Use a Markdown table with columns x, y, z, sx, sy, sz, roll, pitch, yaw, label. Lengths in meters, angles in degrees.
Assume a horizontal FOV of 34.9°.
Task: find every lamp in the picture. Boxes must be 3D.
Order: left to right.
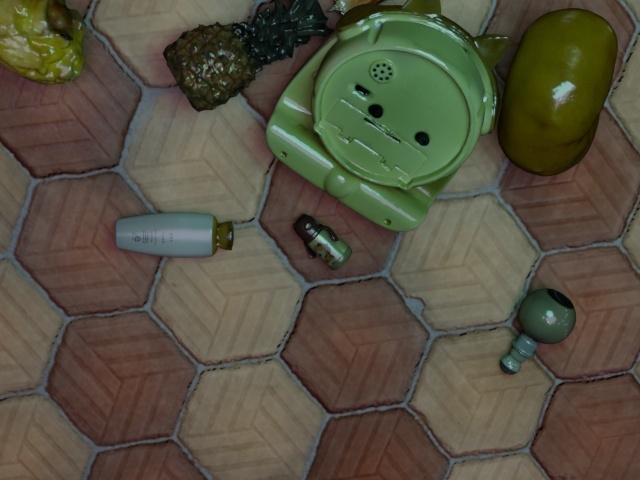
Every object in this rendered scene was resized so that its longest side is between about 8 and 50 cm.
| x | y | z | sx | sy | sz | roll | pitch | yaw | label |
| --- | --- | --- | --- | --- | --- | --- | --- | --- | --- |
| 0.345 | 0.155 | 1.660 | 0.091 | 0.091 | 0.163 | 29 | 114 | -9 | lamp |

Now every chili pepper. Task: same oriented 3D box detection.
| x | y | z | sx | sy | sz | roll | pitch | yaw | label |
| --- | --- | --- | --- | --- | --- | --- | --- | --- | --- |
| 0.092 | -0.380 | 1.529 | 0.178 | 0.027 | 0.045 | -20 | 109 | 19 | chili pepper |

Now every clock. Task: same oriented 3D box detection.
| x | y | z | sx | sy | sz | roll | pitch | yaw | label |
| --- | --- | --- | --- | --- | --- | --- | --- | --- | --- |
| 0.110 | -0.198 | 1.472 | 0.286 | 0.117 | 0.348 | 32 | 129 | -10 | clock |

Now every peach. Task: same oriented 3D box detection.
| x | y | z | sx | sy | sz | roll | pitch | yaw | label |
| --- | --- | --- | --- | --- | --- | --- | --- | --- | --- |
| 0.352 | -0.220 | 1.498 | 0.153 | 0.251 | 0.251 | 28 | 100 | 19 | peach |

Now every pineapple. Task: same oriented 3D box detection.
| x | y | z | sx | sy | sz | roll | pitch | yaw | label |
| --- | --- | --- | --- | --- | --- | --- | --- | --- | --- |
| -0.103 | -0.291 | 1.509 | 0.248 | 0.128 | 0.128 | -28 | 103 | -3 | pineapple |

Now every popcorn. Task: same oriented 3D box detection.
| x | y | z | sx | sy | sz | roll | pitch | yaw | label |
| --- | --- | --- | --- | --- | --- | --- | --- | --- | --- |
| -0.414 | -0.300 | 1.472 | 0.152 | 0.148 | 0.167 | -32 | 130 | 32 | popcorn |

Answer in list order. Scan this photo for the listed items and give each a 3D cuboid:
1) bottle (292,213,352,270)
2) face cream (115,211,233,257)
| x | y | z | sx | sy | sz | roll | pitch | yaw | label |
| --- | --- | --- | --- | --- | --- | --- | --- | --- | --- |
| -0.001 | 0.001 | 1.614 | 0.101 | 0.047 | 0.063 | 42 | 107 | -10 | bottle |
| -0.227 | -0.009 | 1.593 | 0.182 | 0.051 | 0.072 | 1 | 101 | -3 | face cream |
